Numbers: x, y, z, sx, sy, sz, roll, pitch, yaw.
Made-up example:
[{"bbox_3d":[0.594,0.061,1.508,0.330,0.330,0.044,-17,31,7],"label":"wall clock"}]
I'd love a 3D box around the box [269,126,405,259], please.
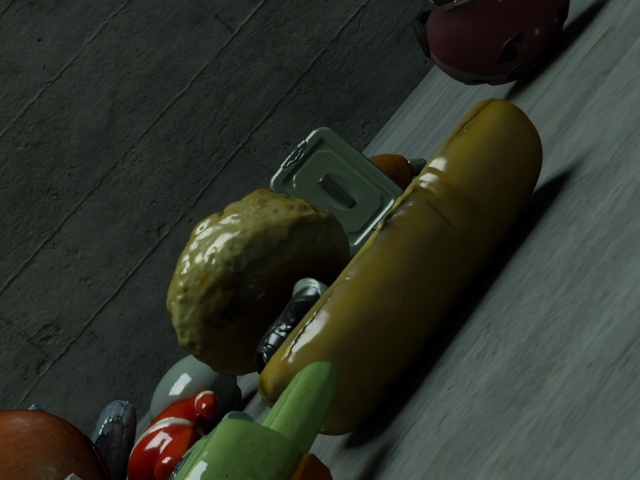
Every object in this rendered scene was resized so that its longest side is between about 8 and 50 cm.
[{"bbox_3d":[0.029,-0.060,1.875,0.124,0.172,0.093,-48,-11,0],"label":"box"}]

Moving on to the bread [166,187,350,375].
[{"bbox_3d":[-0.082,0.045,1.647,0.244,0.134,0.244,-25,-36,-20],"label":"bread"}]

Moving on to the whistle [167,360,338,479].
[{"bbox_3d":[-0.054,0.180,0.831,0.131,0.106,0.288,-49,4,45],"label":"whistle"}]

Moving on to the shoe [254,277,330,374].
[{"bbox_3d":[-0.031,0.114,1.538,0.099,0.071,0.169,-56,3,-39],"label":"shoe"}]

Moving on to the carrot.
[{"bbox_3d":[-0.001,-0.063,1.961,0.336,0.069,0.069,-17,-1,-9],"label":"carrot"}]

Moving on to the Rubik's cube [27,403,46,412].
[{"bbox_3d":[-0.463,0.436,2.109,0.221,0.224,0.231,-46,4,25],"label":"Rubik's cube"}]

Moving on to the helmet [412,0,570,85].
[{"bbox_3d":[0.230,-0.274,1.747,0.198,0.154,0.253,-31,18,-13],"label":"helmet"}]

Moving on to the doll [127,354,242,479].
[{"bbox_3d":[-0.174,0.239,1.764,0.200,0.105,0.336,-50,11,23],"label":"doll"}]

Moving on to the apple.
[{"bbox_3d":[-0.369,0.338,1.623,0.251,0.206,0.272,-5,82,46],"label":"apple"}]

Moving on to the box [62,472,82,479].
[{"bbox_3d":[-0.248,0.326,1.415,0.081,0.135,0.199,-53,4,-31],"label":"box"}]

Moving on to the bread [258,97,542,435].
[{"bbox_3d":[0.069,0.024,1.052,0.305,0.091,0.142,-51,-9,-24],"label":"bread"}]

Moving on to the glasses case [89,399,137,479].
[{"bbox_3d":[-0.294,0.342,1.763,0.109,0.067,0.282,-111,40,-85],"label":"glasses case"}]

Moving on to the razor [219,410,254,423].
[{"bbox_3d":[-0.105,0.203,0.993,0.232,0.106,0.068,-55,-1,34],"label":"razor"}]
